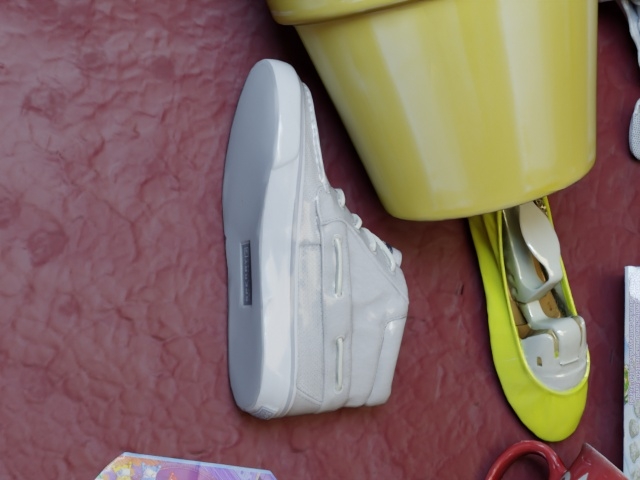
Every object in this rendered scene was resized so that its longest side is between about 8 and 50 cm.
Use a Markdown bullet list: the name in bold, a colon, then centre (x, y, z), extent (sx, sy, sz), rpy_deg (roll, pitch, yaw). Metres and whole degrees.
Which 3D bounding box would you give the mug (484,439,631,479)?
- **mug**: centre (0.182, 0.247, 0.810), extent (0.113, 0.150, 0.169), rpy_deg (40, 90, -28)

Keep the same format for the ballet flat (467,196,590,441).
- **ballet flat**: centre (0.172, 0.050, 0.849), extent (0.077, 0.077, 0.231), rpy_deg (-14, 88, -23)

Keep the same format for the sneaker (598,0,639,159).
- **sneaker**: centre (0.298, -0.194, 0.890), extent (0.366, 0.137, 0.210), rpy_deg (25, 73, -25)

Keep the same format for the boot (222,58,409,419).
- **boot**: centre (0.000, 0.000, 0.790), extent (0.123, 0.095, 0.258), rpy_deg (2, 91, -27)

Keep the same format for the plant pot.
- **plant pot**: centre (0.097, -0.153, 0.769), extent (0.254, 0.254, 0.239), rpy_deg (-23, 106, -23)

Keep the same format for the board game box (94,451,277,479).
- **board game box**: centre (-0.091, 0.223, 0.745), extent (0.168, 0.033, 0.133), rpy_deg (12, 78, -19)

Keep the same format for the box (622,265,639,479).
- **box**: centre (0.347, 0.169, 0.858), extent (0.201, 0.057, 0.293), rpy_deg (1, 81, 17)
